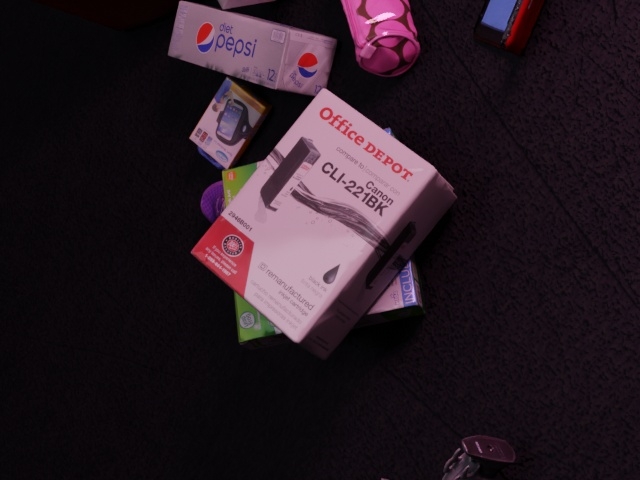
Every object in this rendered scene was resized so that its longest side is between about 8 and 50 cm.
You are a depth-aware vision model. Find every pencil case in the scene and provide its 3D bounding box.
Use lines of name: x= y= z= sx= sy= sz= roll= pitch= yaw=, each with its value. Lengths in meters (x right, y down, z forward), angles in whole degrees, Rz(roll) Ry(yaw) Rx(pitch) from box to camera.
pencil case: x=0.065 y=-0.326 z=1.672 sx=0.095 sy=0.098 sz=0.209 roll=-38 pitch=57 yaw=35

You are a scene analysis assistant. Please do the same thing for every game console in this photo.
game console: x=0.233 y=-0.308 z=1.504 sx=0.085 sy=0.124 sz=0.144 roll=25 pitch=102 yaw=19

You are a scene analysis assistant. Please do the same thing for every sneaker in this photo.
sneaker: x=-0.111 y=-0.045 z=1.793 sx=0.236 sy=0.104 sz=0.095 roll=19 pitch=97 yaw=48

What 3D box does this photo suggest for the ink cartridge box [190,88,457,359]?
ink cartridge box: x=0.006 y=-0.022 z=1.541 sx=0.197 sy=0.114 sz=0.273 roll=38 pitch=88 yaw=25

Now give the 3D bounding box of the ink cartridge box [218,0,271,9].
ink cartridge box: x=-0.126 y=-0.512 z=1.808 sx=0.278 sy=0.117 sz=0.201 roll=62 pitch=147 yaw=14

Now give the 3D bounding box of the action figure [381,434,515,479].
action figure: x=0.134 y=0.346 z=1.457 sx=0.285 sy=0.099 sz=0.185 roll=-50 pitch=59 yaw=33

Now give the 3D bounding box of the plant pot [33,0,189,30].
plant pot: x=-0.326 y=-0.507 z=2.019 sx=0.235 sy=0.267 sz=0.267 roll=7 pitch=87 yaw=41

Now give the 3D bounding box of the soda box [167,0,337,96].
soda box: x=-0.106 y=-0.288 z=1.842 sx=0.286 sy=0.098 sz=0.091 roll=24 pitch=105 yaw=47

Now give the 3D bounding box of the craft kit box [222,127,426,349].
craft kit box: x=0.000 y=0.000 z=1.629 sx=0.246 sy=0.061 sz=0.250 roll=-12 pitch=70 yaw=14

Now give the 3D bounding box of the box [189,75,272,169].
box: x=-0.142 y=-0.174 z=1.885 sx=0.081 sy=0.028 sz=0.136 roll=39 pitch=112 yaw=12
